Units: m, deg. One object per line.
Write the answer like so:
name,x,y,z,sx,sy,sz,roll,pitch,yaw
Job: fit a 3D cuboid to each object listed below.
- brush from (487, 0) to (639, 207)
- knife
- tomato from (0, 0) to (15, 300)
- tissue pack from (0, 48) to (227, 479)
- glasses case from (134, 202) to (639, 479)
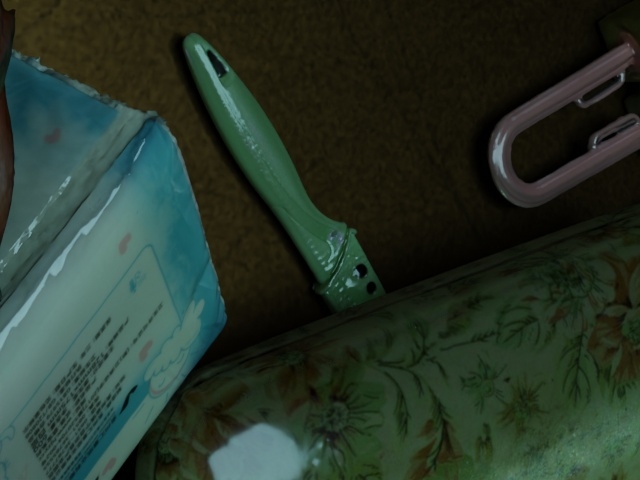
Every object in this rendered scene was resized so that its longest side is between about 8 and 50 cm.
brush,0.195,-0.090,1.268,0.233,0.047,0.103,-31,108,-31
knife,0.001,0.000,1.147,0.043,0.020,0.293,-43,115,-29
tomato,-0.247,-0.038,0.733,0.265,0.265,0.265,-1,91,-36
tissue pack,-0.169,0.071,0.924,0.271,0.124,0.201,-55,154,-22
glasses case,0.089,0.095,1.121,0.425,0.098,0.156,-19,105,-31
